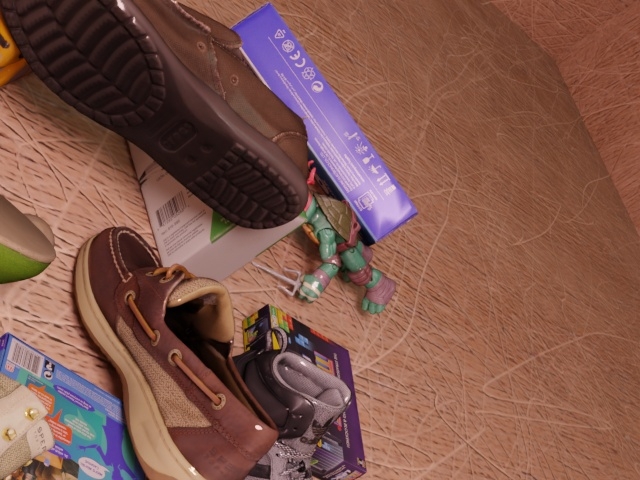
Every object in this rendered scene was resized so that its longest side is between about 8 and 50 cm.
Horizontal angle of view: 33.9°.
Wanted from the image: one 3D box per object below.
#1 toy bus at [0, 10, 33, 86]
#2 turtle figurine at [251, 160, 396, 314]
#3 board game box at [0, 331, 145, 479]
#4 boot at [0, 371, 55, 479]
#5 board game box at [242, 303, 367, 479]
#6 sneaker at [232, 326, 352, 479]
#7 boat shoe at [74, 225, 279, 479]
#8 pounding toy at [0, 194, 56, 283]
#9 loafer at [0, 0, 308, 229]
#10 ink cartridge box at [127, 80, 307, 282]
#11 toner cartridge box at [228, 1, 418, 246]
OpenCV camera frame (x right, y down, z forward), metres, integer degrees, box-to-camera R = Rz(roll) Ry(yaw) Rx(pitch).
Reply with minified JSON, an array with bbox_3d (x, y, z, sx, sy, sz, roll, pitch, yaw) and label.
[{"bbox_3d":[-0.298,-0.252,1.109,0.108,0.130,0.333,52,26,-9],"label":"toy bus"},{"bbox_3d":[0.000,0.000,1.342,0.234,0.118,0.175,38,31,-42],"label":"turtle figurine"},{"bbox_3d":[-0.214,0.196,0.823,0.160,0.047,0.210,39,30,-30],"label":"board game box"},{"bbox_3d":[-0.235,0.173,0.690,0.213,0.077,0.165,39,39,19],"label":"boot"},{"bbox_3d":[-0.019,0.173,1.175,0.141,0.048,0.170,32,34,-36],"label":"board game box"},{"bbox_3d":[-0.028,0.215,0.991,0.101,0.153,0.269,-4,62,-60],"label":"sneaker"},{"bbox_3d":[-0.126,0.083,0.952,0.123,0.123,0.342,36,15,-39],"label":"boat shoe"},{"bbox_3d":[-0.318,-0.003,0.853,0.183,0.110,0.237,39,0,-8],"label":"pounding toy"},{"bbox_3d":[-0.148,-0.162,0.998,0.366,0.133,0.130,46,39,-27],"label":"loafer"},{"bbox_3d":[-0.122,-0.079,1.177,0.087,0.153,0.208,17,46,-51],"label":"ink cartridge box"},{"bbox_3d":[-0.002,-0.152,1.468,0.348,0.075,0.165,55,-6,1],"label":"toner cartridge box"}]
